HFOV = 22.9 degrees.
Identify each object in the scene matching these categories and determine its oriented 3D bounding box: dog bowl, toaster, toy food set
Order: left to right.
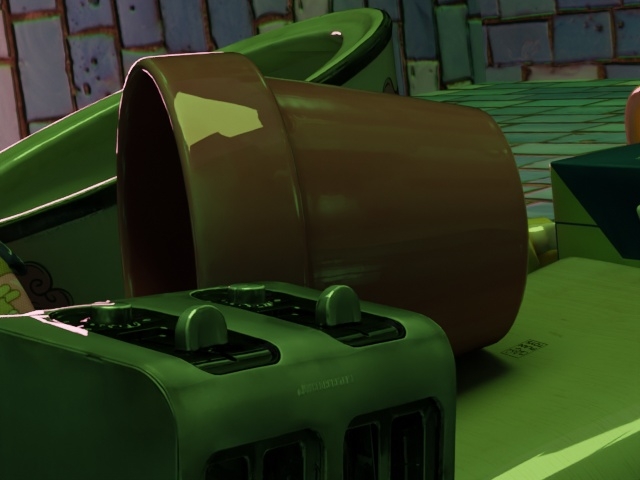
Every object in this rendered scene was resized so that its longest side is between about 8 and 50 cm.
[{"bbox_3d":[-0.109,-0.027,1.200,0.407,0.150,0.408,-22,15,6],"label":"dog bowl"},{"bbox_3d":[-0.039,0.110,0.594,0.110,0.186,0.168,5,6,39],"label":"toaster"},{"bbox_3d":[0.118,0.099,0.840,0.219,0.092,0.306,-22,14,-21],"label":"toy food set"}]

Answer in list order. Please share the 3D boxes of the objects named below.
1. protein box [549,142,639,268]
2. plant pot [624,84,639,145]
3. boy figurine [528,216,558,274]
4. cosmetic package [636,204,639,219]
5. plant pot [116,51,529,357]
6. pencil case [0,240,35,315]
[{"bbox_3d":[0.308,-0.004,1.126,0.201,0.136,0.199,-12,11,-34],"label":"protein box"},{"bbox_3d":[0.424,-0.113,1.451,0.239,0.254,0.254,-23,13,-11],"label":"plant pot"},{"bbox_3d":[0.139,0.005,1.277,0.285,0.092,0.177,-12,0,-3],"label":"boy figurine"},{"bbox_3d":[0.308,0.024,0.533,0.155,0.197,0.365,-24,4,-33],"label":"cosmetic package"},{"bbox_3d":[0.000,0.000,0.816,0.180,0.201,0.201,-5,9,-18],"label":"plant pot"},{"bbox_3d":[-0.306,0.100,0.844,0.167,0.160,0.386,-37,-7,29],"label":"pencil case"}]
